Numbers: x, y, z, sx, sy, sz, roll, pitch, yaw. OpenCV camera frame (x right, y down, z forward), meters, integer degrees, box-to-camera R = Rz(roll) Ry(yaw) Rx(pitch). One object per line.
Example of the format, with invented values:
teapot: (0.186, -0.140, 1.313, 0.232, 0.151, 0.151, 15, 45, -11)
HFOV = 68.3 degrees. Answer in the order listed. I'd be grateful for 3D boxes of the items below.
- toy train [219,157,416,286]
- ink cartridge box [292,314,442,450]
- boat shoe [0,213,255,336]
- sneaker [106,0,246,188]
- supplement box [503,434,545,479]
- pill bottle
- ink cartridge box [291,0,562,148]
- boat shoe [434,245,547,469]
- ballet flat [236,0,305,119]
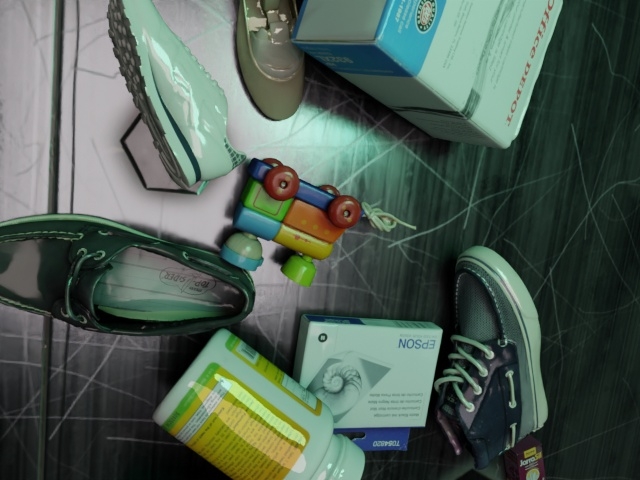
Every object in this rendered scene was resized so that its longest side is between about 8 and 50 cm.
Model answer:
toy train: (0.000, 0.000, 0.628, 0.248, 0.105, 0.143, 23, 98, -20)
ink cartridge box: (0.063, 0.229, 0.714, 0.223, 0.045, 0.224, 6, 98, -19)
boat shoe: (-0.237, 0.051, 0.549, 0.340, 0.113, 0.127, 16, 93, -20)
sneaker: (-0.170, -0.183, 0.557, 0.095, 0.090, 0.235, -28, 111, -25)
supplement box: (0.363, 0.396, 0.841, 0.055, 0.043, 0.083, -16, 103, -13)
pill bottle: (-0.071, 0.235, 0.592, 0.246, 0.136, 0.136, 38, 86, -3)
ink cartridge box: (0.143, -0.265, 0.550, 0.307, 0.129, 0.223, 14, 95, -47)
boat shoe: (0.240, 0.189, 0.715, 0.158, 0.127, 0.340, -28, 108, -22)
ballet flat: (-0.062, -0.273, 0.568, 0.086, 0.086, 0.248, -12, 103, -16)
